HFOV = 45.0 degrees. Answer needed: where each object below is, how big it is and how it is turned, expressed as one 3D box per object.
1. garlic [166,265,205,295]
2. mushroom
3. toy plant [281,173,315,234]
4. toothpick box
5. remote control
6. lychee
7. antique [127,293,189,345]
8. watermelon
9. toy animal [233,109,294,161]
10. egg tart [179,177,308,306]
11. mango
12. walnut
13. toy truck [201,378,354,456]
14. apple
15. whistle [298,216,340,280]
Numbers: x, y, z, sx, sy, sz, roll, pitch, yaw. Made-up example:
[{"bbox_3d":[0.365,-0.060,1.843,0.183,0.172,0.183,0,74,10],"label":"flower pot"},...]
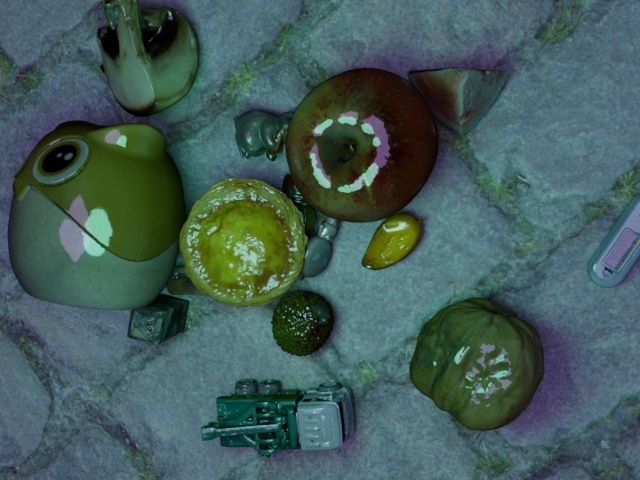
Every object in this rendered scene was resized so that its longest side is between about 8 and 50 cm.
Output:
[{"bbox_3d":[-0.334,0.102,1.990,0.152,0.066,0.084,-1,124,17],"label":"garlic"},{"bbox_3d":[-0.434,-0.464,1.919,0.217,0.212,0.292,-9,112,57],"label":"mushroom"},{"bbox_3d":[-0.054,-0.079,1.886,0.092,0.093,0.162,6,101,12],"label":"toy plant"},{"bbox_3d":[-0.528,-0.071,1.829,0.408,0.409,0.426,9,92,12],"label":"toothpick box"},{"bbox_3d":[0.695,-0.001,1.745,0.087,0.047,0.244,33,101,11],"label":"remote control"},{"bbox_3d":[-0.048,0.205,1.888,0.171,0.171,0.171,2,97,13],"label":"lychee"},{"bbox_3d":[-0.411,0.199,1.952,0.086,0.183,0.088,13,98,11],"label":"antique"},{"bbox_3d":[0.304,-0.367,1.746,0.207,0.202,0.136,29,63,6],"label":"watermelon"},{"bbox_3d":[-0.097,-0.272,1.864,0.236,0.108,0.138,-21,91,14],"label":"toy animal"},{"bbox_3d":[-0.180,-0.001,1.839,0.318,0.128,0.319,0,107,-1],"label":"egg tart"},{"bbox_3d":[0.173,0.004,1.858,0.101,0.066,0.187,41,109,-3],"label":"mango"},{"bbox_3d":[0.352,0.274,1.750,0.282,0.253,0.277,33,102,6],"label":"walnut"},{"bbox_3d":[-0.103,0.449,1.917,0.363,0.178,0.177,-4,95,11],"label":"toy truck"},{"bbox_3d":[0.097,-0.212,1.741,0.348,0.277,0.349,2,97,16],"label":"apple"},{"bbox_3d":[0.000,0.000,1.885,0.057,0.107,0.220,29,90,35],"label":"whistle"}]
